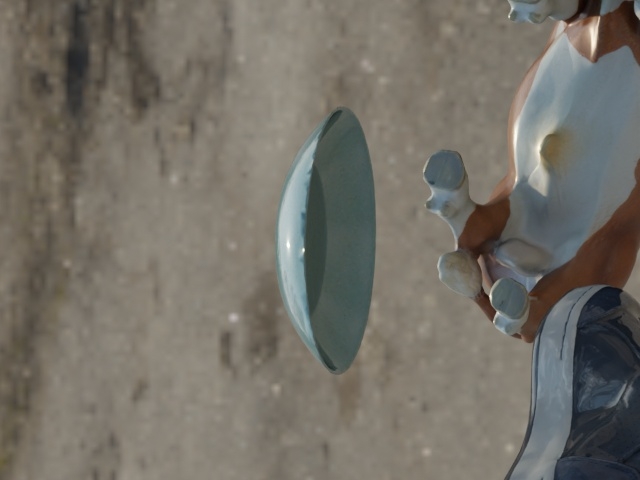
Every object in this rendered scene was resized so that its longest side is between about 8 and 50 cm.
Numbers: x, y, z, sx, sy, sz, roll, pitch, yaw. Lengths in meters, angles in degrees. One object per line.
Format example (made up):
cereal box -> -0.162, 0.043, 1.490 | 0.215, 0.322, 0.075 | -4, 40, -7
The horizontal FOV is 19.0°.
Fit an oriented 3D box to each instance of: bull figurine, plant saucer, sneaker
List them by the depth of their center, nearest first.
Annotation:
sneaker -> 0.162, 0.077, 0.742 | 0.226, 0.163, 0.086 | -65, -41, -60
bull figurine -> 0.152, -0.086, 1.023 | 0.101, 0.188, 0.310 | 21, 101, 28
plant saucer -> 0.000, 0.000, 1.384 | 0.195, 0.037, 0.195 | 1, -90, -73
